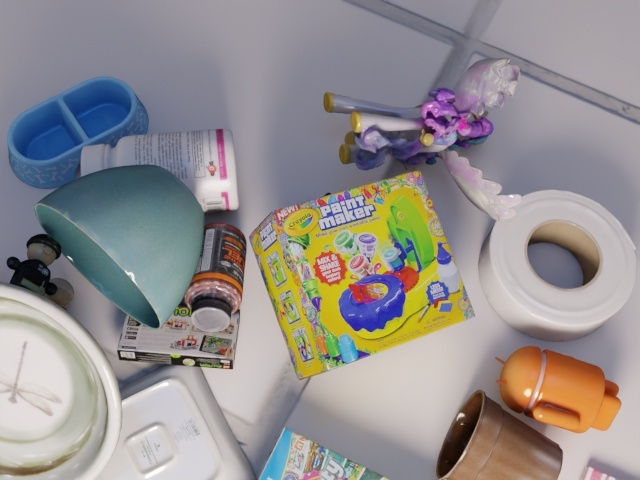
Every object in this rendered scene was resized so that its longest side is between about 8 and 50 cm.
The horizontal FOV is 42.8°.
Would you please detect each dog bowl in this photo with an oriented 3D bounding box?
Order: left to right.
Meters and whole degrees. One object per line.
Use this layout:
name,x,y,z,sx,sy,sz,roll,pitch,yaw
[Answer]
dog bowl,-0.494,-0.226,1.652,0.297,0.074,0.166,-32,71,-16

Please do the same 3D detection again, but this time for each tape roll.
tape roll,0.454,0.046,1.573,0.286,0.100,0.286,1,64,-3

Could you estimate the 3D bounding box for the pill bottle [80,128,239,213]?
pill bottle,-0.304,-0.126,1.569,0.283,0.160,0.160,-5,65,-6

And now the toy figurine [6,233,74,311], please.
toy figurine,-0.551,0.083,1.430,0.209,0.213,0.148,7,55,3

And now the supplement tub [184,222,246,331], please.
supplement tub,-0.191,0.069,1.488,0.106,0.106,0.198,2,47,-3

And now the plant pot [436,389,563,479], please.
plant pot,0.308,0.367,1.386,0.165,0.167,0.167,28,66,2

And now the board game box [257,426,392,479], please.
board game box,0.024,0.481,1.343,0.303,0.097,0.224,24,65,8

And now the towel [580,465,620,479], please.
towel,0.527,0.497,1.408,0.197,0.029,0.144,24,66,10

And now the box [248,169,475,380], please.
box,0.067,0.061,1.440,0.289,0.177,0.279,-17,82,-22

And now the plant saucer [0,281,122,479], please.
plant saucer,-0.505,0.237,1.337,0.400,0.401,0.100,14,21,3

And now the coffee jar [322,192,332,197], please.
coffee jar,0.000,0.000,1.574,0.096,0.079,0.184,33,68,5

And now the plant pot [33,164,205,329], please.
plant pot,-0.313,-0.017,1.404,0.290,0.290,0.195,38,67,13

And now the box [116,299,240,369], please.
box,-0.254,0.171,1.485,0.207,0.036,0.114,5,48,-1

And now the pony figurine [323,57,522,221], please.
pony figurine,0.220,-0.214,1.577,0.363,0.303,0.351,-4,21,-15

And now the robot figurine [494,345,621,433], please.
robot figurine,0.416,0.263,1.455,0.219,0.128,0.158,18,68,4

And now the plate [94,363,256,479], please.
plate,-0.289,0.364,1.405,0.278,0.045,0.277,-26,69,-16
